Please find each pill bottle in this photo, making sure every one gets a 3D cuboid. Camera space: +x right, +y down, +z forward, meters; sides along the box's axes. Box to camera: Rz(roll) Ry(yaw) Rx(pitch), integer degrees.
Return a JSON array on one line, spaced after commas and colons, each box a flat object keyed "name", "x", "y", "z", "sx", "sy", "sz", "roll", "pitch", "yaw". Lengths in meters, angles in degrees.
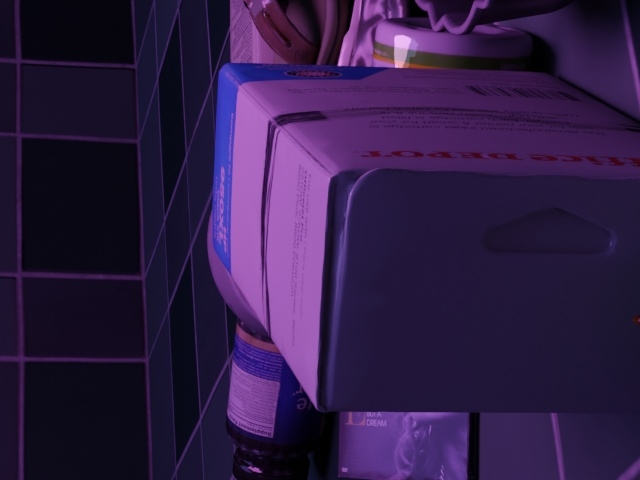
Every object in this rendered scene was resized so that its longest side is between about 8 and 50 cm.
[{"name": "pill bottle", "x": 0.105, "y": -0.065, "z": 1.615, "sx": 0.136, "sy": 0.136, "sz": 0.245, "roll": -133, "pitch": 47, "yaw": -71}, {"name": "pill bottle", "x": -0.050, "y": 0.186, "z": 2.234, "sx": 0.123, "sy": 0.123, "sz": 0.219, "roll": -120, "pitch": 34, "yaw": -65}]

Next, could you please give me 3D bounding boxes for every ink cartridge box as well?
[{"name": "ink cartridge box", "x": 0.094, "y": -0.014, "z": 1.342, "sx": 0.395, "sy": 0.285, "sz": 0.166, "roll": -130, "pitch": 42, "yaw": -70}]

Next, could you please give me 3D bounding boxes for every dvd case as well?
[{"name": "dvd case", "x": 0.081, "y": 0.119, "z": 1.761, "sx": 0.164, "sy": 0.018, "sz": 0.221, "roll": -2, "pitch": 85, "yaw": 44}]

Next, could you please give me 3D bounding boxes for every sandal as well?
[{"name": "sandal", "x": -0.034, "y": -0.223, "z": 1.923, "sx": 0.120, "sy": 0.086, "sz": 0.302, "roll": -122, "pitch": 27, "yaw": -42}]

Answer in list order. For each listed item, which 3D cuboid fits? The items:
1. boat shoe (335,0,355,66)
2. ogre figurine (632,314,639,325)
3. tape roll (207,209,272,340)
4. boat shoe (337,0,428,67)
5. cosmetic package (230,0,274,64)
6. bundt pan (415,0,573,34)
[{"name": "boat shoe", "x": 0.006, "y": -0.391, "z": 2.033, "sx": 0.187, "sy": 0.156, "sz": 0.500, "roll": 163, "pitch": 107, "yaw": -73}, {"name": "ogre figurine", "x": 0.255, "y": 0.060, "z": 1.102, "sx": 0.118, "sy": 0.097, "sz": 0.197, "roll": 15, "pitch": 119, "yaw": 58}, {"name": "tape roll", "x": 0.000, "y": 0.000, "z": 1.861, "sx": 0.072, "sy": 0.219, "sz": 0.219, "roll": 171, "pitch": 101, "yaw": -74}, {"name": "boat shoe", "x": 0.087, "y": -0.271, "z": 1.859, "sx": 0.112, "sy": 0.095, "sz": 0.335, "roll": -9, "pitch": -73, "yaw": -70}, {"name": "cosmetic package", "x": -0.033, "y": -0.212, "z": 2.212, "sx": 0.153, "sy": 0.129, "sz": 0.296, "roll": 143, "pitch": 128, "yaw": -71}, {"name": "bundt pan", "x": 0.158, "y": -0.322, "z": 1.443, "sx": 0.331, "sy": 0.124, "sz": 0.330, "roll": 179, "pitch": 90, "yaw": -76}]
